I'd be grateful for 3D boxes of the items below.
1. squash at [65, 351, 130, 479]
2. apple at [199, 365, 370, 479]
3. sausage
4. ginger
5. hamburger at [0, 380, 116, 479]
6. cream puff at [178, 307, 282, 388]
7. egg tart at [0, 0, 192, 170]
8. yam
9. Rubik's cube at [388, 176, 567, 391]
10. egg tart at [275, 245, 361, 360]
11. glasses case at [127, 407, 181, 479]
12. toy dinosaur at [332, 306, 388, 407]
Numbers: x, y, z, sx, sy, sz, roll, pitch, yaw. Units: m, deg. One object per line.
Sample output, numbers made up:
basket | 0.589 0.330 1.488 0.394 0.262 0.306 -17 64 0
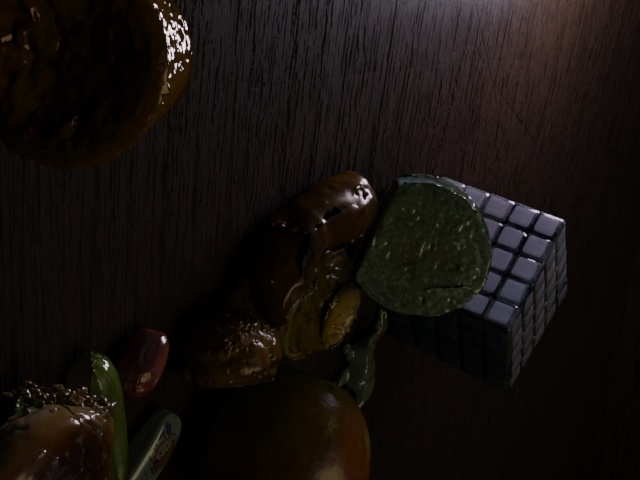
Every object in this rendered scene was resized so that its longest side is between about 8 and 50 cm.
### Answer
squash | -0.266 0.222 1.764 0.069 0.069 0.239 -44 149 -38
apple | -0.043 0.297 2.077 0.246 0.246 0.226 50 52 -64
sausage | -0.218 0.148 1.785 0.054 0.059 0.094 -49 -167 46
ginger | -0.004 -0.010 2.022 0.309 0.107 0.133 -46 136 -43
hamburger | -0.324 0.282 1.578 0.286 0.146 0.243 -61 151 -30
cream puff | -0.117 0.142 1.926 0.144 0.126 0.103 8 76 -56
egg tart | -0.205 -0.171 1.361 0.147 0.202 0.202 -24 135 -68
yam | 0.157 0.007 2.198 0.202 0.201 0.271 -62 -173 6
Rubik's cube | 0.263 0.071 2.466 0.238 0.237 0.237 -58 156 -23
egg tart | 0.005 0.099 2.185 0.191 0.074 0.191 -49 154 -34
glasses case | -0.240 0.300 1.916 0.178 0.045 0.067 -58 156 -14
toy dinosaur | 0.063 0.243 2.458 0.167 0.053 0.242 -37 136 -58
